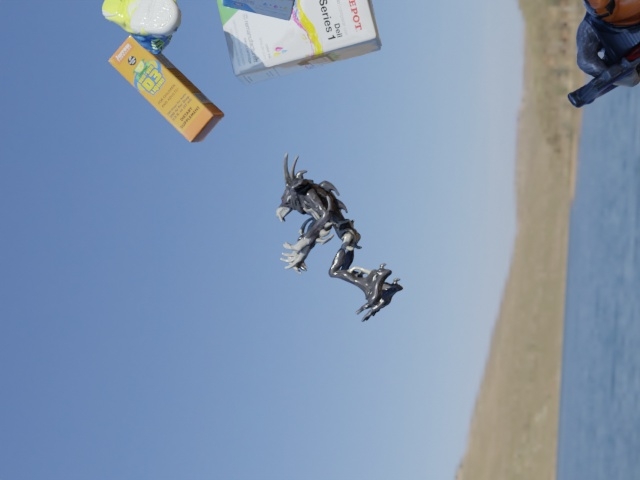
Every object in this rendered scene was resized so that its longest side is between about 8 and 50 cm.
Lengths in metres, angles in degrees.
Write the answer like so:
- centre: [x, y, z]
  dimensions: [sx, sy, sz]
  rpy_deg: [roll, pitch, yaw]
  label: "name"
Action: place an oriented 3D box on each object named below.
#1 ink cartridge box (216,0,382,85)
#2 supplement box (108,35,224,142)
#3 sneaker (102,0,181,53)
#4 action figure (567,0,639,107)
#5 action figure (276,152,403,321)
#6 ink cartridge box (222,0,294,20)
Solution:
- centre: [-0.042, -0.429, 2.268]
  dimensions: [0.117, 0.278, 0.201]
  rpy_deg: [20, -124, -83]
  label: "ink cartridge box"
- centre: [-0.300, -0.296, 2.346]
  dimensions: [0.078, 0.233, 0.080]
  rpy_deg: [-48, -7, 15]
  label: "supplement box"
- centre: [-0.293, -0.391, 2.176]
  dimensions: [0.091, 0.240, 0.126]
  rpy_deg: [-54, -50, -5]
  label: "sneaker"
- centre: [0.452, -0.344, 1.610]
  dimensions: [0.179, 0.341, 0.330]
  rpy_deg: [61, 176, 22]
  label: "action figure"
- centre: [0.000, 0.000, 1.886]
  dimensions: [0.276, 0.141, 0.164]
  rpy_deg: [52, -173, 13]
  label: "action figure"
- centre: [-0.067, -0.343, 1.468]
  dimensions: [0.143, 0.092, 0.090]
  rpy_deg: [112, 170, -78]
  label: "ink cartridge box"
